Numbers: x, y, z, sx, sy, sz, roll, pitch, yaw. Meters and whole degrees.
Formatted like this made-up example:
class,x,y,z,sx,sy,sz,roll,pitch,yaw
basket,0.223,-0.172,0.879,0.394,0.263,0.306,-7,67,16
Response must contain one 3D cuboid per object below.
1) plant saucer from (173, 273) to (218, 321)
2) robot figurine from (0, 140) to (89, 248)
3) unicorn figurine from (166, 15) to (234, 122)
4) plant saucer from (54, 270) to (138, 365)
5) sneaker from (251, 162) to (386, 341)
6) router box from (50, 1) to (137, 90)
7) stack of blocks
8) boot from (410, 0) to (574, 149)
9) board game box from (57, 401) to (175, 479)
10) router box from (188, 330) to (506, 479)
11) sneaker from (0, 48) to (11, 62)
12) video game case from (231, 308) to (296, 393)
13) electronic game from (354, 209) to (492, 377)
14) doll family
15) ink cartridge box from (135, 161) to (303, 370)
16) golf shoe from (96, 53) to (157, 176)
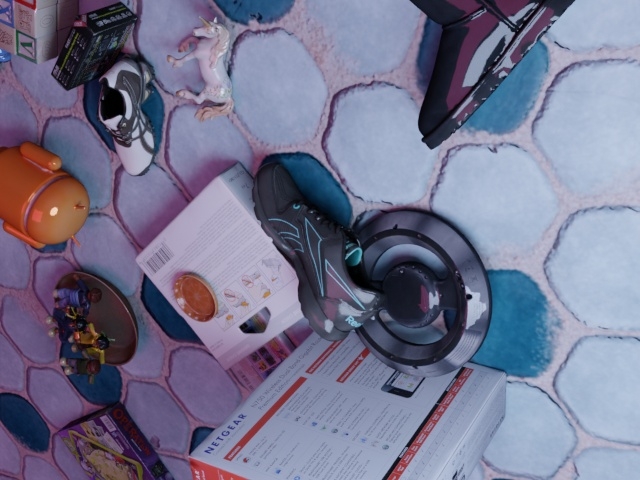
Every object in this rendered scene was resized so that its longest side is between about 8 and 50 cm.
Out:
class,x,y,z,sx,sy,sz,roll,pitch,yaw
plant saucer,-0.193,0.089,1.325,0.083,0.013,0.083,16,123,27
robot figurine,-0.482,-0.074,1.426,0.219,0.128,0.158,31,85,15
unicorn figurine,-0.159,-0.244,1.166,0.111,0.060,0.162,0,132,33
plant saucer,-0.403,0.138,1.555,0.199,0.036,0.198,15,123,26
sneaker,0.000,0.000,1.154,0.106,0.101,0.267,-35,75,28
router box,-0.328,-0.281,1.227,0.038,0.092,0.122,46,131,3
stack of blocks,-0.406,-0.411,1.206,0.171,0.087,0.297,27,127,18
boot,0.131,-0.250,0.936,0.207,0.094,0.246,41,124,2
board game box,-0.383,0.504,1.747,0.208,0.056,0.346,-27,99,36
router box,0.048,0.258,1.129,0.301,0.335,0.082,12,122,30
sneaker,-0.589,-0.298,1.406,0.209,0.069,0.082,-11,113,37
video game case,-0.111,0.174,1.394,0.143,0.019,0.157,-36,93,41
electronic game,0.124,0.072,1.138,0.229,0.048,0.229,9,105,37
doll family,-0.424,0.157,1.508,0.111,0.076,0.193,-6,109,41
ink cartridge box,-0.138,0.048,1.312,0.239,0.060,0.275,50,132,-2
golf shoe,-0.300,-0.176,1.268,0.077,0.094,0.198,19,126,22
